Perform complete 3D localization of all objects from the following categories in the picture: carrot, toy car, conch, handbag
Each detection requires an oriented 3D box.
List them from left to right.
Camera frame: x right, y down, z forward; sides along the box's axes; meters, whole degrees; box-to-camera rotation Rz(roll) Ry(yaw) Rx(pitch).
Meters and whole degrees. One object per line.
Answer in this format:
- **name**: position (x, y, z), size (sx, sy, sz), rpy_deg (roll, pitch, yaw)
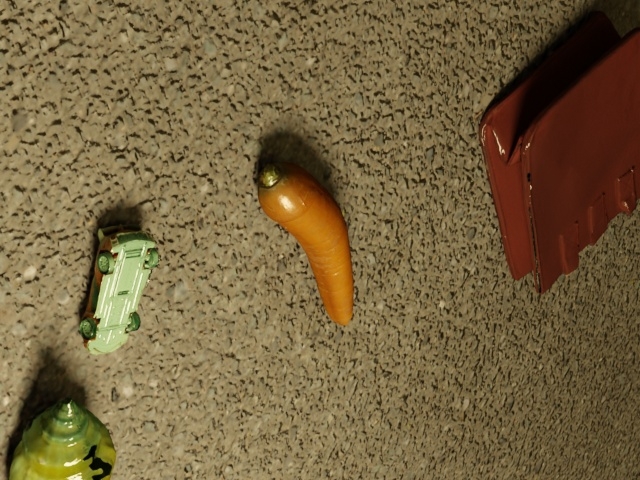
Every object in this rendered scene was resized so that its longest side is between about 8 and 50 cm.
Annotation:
- **conch**: position (-0.234, 0.207, 1.317), size (0.095, 0.079, 0.201), rpy_deg (-2, 123, -30)
- **toy car**: position (-0.183, 0.045, 1.305), size (0.059, 0.035, 0.122), rpy_deg (-9, 127, -47)
- **carrot**: position (0.000, 0.000, 1.483), size (0.271, 0.062, 0.066), rpy_deg (57, 33, -54)
- **handbag**: position (0.309, -0.104, 1.765), size (0.260, 0.084, 0.275), rpy_deg (-44, 140, -25)
